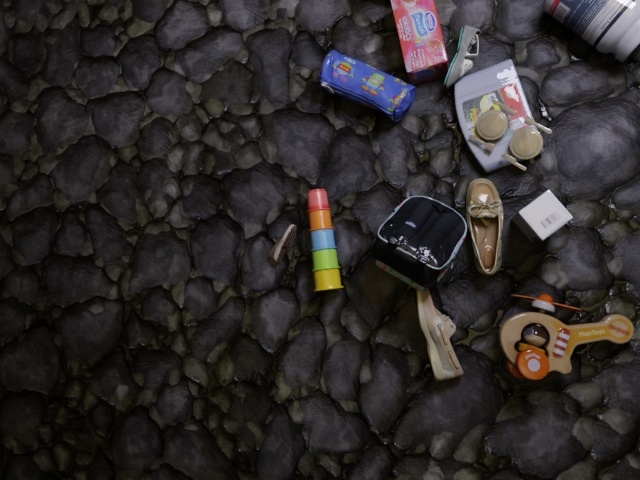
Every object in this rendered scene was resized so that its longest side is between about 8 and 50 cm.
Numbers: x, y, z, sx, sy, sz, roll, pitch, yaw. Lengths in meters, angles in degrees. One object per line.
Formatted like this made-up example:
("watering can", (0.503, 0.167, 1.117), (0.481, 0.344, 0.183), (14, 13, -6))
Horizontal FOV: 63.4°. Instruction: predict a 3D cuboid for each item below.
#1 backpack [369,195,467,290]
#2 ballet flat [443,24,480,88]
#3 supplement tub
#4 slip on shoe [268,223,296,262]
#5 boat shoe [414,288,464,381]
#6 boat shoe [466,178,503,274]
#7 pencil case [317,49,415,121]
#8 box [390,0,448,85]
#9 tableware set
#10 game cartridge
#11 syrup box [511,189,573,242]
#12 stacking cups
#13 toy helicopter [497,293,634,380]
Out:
("backpack", (0.286, 0.001, 1.479), (0.225, 0.191, 0.253), (30, 57, 15))
("ballet flat", (0.419, -0.533, 1.510), (0.068, 0.072, 0.213), (17, 75, 11))
("supplement tub", (0.759, -0.626, 1.378), (0.272, 0.191, 0.191), (44, 99, 12))
("slip on shoe", (-0.124, 0.005, 1.677), (0.041, 0.051, 0.135), (31, 103, 26))
("boat shoe", (0.344, 0.258, 1.515), (0.098, 0.109, 0.302), (-14, 90, 9))
("boat shoe", (0.479, -0.041, 1.490), (0.105, 0.089, 0.285), (-8, 86, 15))
("pencil case", (0.133, -0.468, 1.579), (0.306, 0.119, 0.133), (29, 67, 14))
("box", (0.293, -0.611, 1.537), (0.123, 0.128, 0.256), (-13, 85, 15))
("tableware set", (0.533, -0.299, 1.459), (0.194, 0.039, 0.128), (37, 110, 19))
("game cartridge", (0.505, -0.358, 1.513), (0.196, 0.060, 0.294), (-19, 84, 18))
("syrup box", (0.585, -0.060, 1.386), (0.093, 0.237, 0.096), (-39, 78, 11))
("stacking cups", (0.000, 0.000, 1.624), (0.096, 0.096, 0.316), (-11, 83, 15))
("toy helicopter", (0.671, 0.247, 1.432), (0.355, 0.140, 0.234), (-9, 77, 4))
